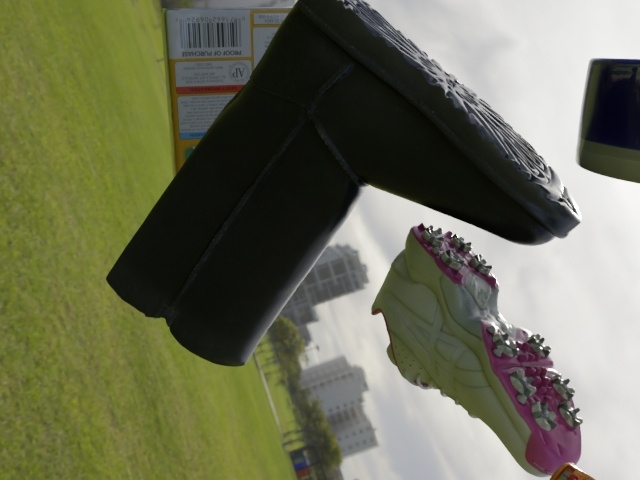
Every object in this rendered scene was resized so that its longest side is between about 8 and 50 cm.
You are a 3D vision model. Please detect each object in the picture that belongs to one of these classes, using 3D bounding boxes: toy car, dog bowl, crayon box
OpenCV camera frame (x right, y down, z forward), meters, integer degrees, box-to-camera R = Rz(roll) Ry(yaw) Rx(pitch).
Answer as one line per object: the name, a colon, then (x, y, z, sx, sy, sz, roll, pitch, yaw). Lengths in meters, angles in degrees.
toy car: (0.156, 0.205, 0.530, 0.040, 0.122, 0.060, 51, 6, -33)
dog bowl: (0.378, -0.112, 0.665, 0.265, 0.265, 0.104, -126, -144, -72)
crayon box: (-0.125, -0.184, 1.095, 0.083, 0.203, 0.322, -134, -139, -65)

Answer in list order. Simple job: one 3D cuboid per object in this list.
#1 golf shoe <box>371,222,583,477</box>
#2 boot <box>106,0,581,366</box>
golf shoe: (0.147, 0.121, 0.738, 0.115, 0.140, 0.306, 20, 30, -34)
boot: (-0.001, -0.002, 0.807, 0.367, 0.445, 0.146, 45, 24, 9)
